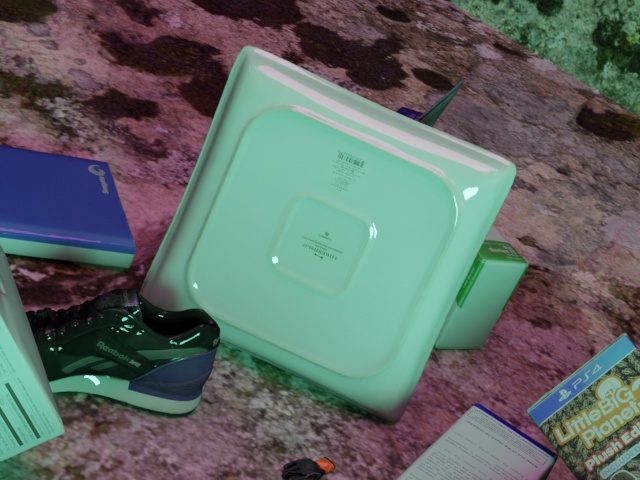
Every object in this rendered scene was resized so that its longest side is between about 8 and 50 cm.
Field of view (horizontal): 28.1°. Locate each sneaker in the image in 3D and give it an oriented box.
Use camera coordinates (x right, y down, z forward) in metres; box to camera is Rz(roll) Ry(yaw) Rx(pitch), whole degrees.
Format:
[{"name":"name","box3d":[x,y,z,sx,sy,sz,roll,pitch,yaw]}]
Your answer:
[{"name":"sneaker","box3d":[-0.246,0.094,1.357,0.283,0.124,0.107,11,30,-22]}]

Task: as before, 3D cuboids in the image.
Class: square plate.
[{"name":"square plate","box3d":[0.000,0.000,1.475,0.347,0.344,0.049,24,14,2]}]

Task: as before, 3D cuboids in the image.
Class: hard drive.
[{"name":"hard drive","box3d":[-0.405,-0.056,1.590,0.319,0.040,0.210,8,31,-26]}]

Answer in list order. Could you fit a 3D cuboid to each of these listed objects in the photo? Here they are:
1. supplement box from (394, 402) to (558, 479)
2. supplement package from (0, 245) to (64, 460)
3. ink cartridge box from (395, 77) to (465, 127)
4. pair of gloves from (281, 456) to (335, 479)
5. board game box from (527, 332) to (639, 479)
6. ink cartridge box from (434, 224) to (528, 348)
[{"name":"supplement box","box3d":[0.146,0.280,1.344,0.114,0.111,0.220,32,28,17]},{"name":"supplement package","box3d":[-0.366,0.058,1.186,0.145,0.204,0.262,-24,46,-9]},{"name":"ink cartridge box","box3d":[0.051,-0.069,1.671,0.072,0.307,0.303,32,28,8]},{"name":"pair of gloves","box3d":[0.002,0.263,1.372,0.074,0.010,0.083,-8,40,-45]},{"name":"board game box","box3d":[0.393,0.285,1.383,0.232,0.141,0.291,45,8,-42]},{"name":"ink cartridge box","box3d":[0.171,0.027,1.762,0.087,0.153,0.208,4,34,-34]}]
